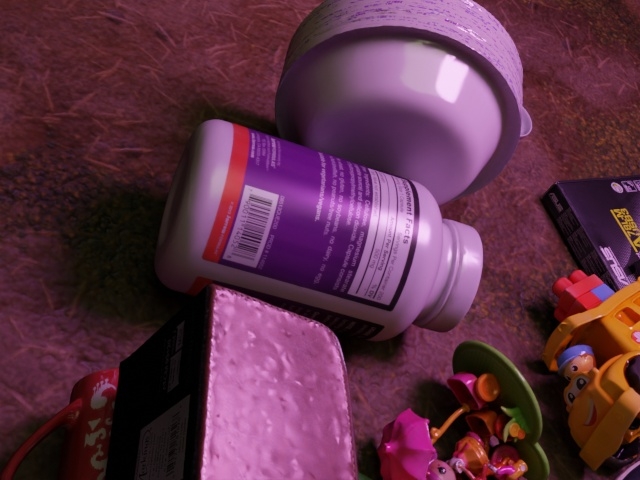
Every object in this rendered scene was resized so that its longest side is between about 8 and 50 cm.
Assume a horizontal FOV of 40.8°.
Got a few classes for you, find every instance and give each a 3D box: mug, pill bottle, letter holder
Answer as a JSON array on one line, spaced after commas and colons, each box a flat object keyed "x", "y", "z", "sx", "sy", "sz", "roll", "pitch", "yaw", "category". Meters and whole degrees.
[{"x": -0.177, "y": 0.193, "z": 0.713, "sx": 0.150, "sy": 0.113, "sz": 0.169, "roll": 55, "pitch": 23, "yaw": -47, "category": "mug"}, {"x": 0.000, "y": 0.000, "z": 0.913, "sx": 0.323, "sy": 0.181, "sz": 0.181, "roll": 16, "pitch": 51, "yaw": -17, "category": "pill bottle"}, {"x": -0.034, "y": 0.220, "z": 0.621, "sx": 0.215, "sy": 0.152, "sz": 0.301, "roll": 22, "pitch": 48, "yaw": -28, "category": "letter holder"}]

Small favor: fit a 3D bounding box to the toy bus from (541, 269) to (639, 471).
[{"x": 0.345, "y": 0.134, "z": 1.028, "sx": 0.220, "sy": 0.149, "sz": 0.211, "roll": -24, "pitch": 57, "yaw": -35, "category": "toy bus"}]

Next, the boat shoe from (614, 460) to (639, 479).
[{"x": 0.464, "y": 0.292, "z": 0.955, "sx": 0.500, "sy": 0.156, "sz": 0.186, "roll": -22, "pitch": 70, "yaw": -36, "category": "boat shoe"}]

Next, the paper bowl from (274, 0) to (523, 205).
[{"x": 0.088, "y": -0.142, "z": 0.994, "sx": 0.284, "sy": 0.284, "sz": 0.148, "roll": 21, "pitch": 50, "yaw": -12, "category": "paper bowl"}]

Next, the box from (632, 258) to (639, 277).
[{"x": 0.509, "y": 0.103, "z": 1.158, "sx": 0.114, "sy": 0.036, "sz": 0.206, "roll": -17, "pitch": 80, "yaw": -33, "category": "box"}]

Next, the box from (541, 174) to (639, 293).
[{"x": 0.433, "y": -0.004, "z": 1.229, "sx": 0.184, "sy": 0.045, "sz": 0.190, "roll": -4, "pitch": 59, "yaw": -32, "category": "box"}]

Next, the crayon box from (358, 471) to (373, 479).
[{"x": -0.010, "y": 0.317, "z": 0.740, "sx": 0.203, "sy": 0.083, "sz": 0.323, "roll": 30, "pitch": 48, "yaw": -4, "category": "crayon box"}]

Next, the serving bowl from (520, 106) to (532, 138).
[{"x": 0.274, "y": -0.180, "z": 1.289, "sx": 0.083, "sy": 0.027, "sz": 0.083, "roll": 13, "pitch": 52, "yaw": -17, "category": "serving bowl"}]

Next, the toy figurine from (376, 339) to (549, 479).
[{"x": 0.136, "y": 0.217, "z": 0.893, "sx": 0.159, "sy": 0.130, "sz": 0.173, "roll": -28, "pitch": 97, "yaw": -25, "category": "toy figurine"}]
